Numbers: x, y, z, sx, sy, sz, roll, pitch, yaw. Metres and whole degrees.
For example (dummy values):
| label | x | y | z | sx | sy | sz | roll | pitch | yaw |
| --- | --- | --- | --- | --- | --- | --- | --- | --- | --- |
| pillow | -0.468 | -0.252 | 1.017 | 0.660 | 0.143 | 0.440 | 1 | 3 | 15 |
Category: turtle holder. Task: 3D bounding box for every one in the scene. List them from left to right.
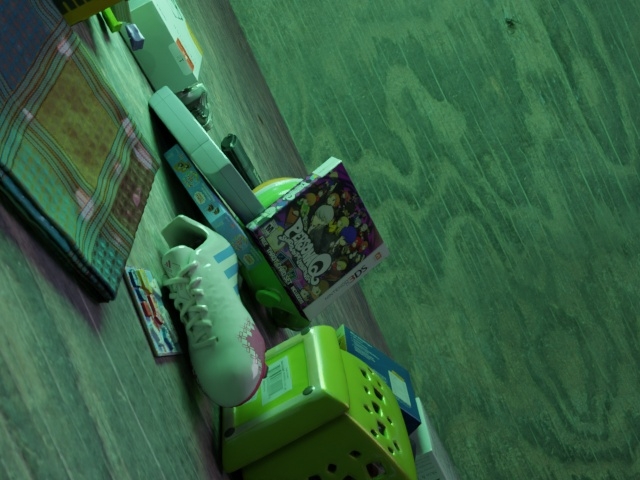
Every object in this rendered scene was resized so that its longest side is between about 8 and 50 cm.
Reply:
| label | x | y | z | sx | sy | sz | roll | pitch | yaw |
| --- | --- | --- | --- | --- | --- | --- | --- | --- | --- |
| turtle holder | -0.050 | 0.019 | 1.714 | 0.320 | 0.243 | 0.227 | 56 | -6 | -30 |

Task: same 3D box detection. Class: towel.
| label | x | y | z | sx | sy | sz | roll | pitch | yaw |
| --- | --- | --- | --- | --- | --- | --- | --- | --- | --- |
| towel | -0.303 | -0.141 | 0.953 | 0.271 | 0.040 | 0.370 | -83 | 152 | -43 |

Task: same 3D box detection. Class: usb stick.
| label | x | y | z | sx | sy | sz | roll | pitch | yaw |
| --- | --- | --- | --- | --- | --- | --- | --- | --- | --- |
| usb stick | -0.169 | -0.142 | 2.122 | 0.077 | 0.045 | 0.278 | -104 | 168 | -58 |

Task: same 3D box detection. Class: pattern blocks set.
| label | x | y | z | sx | sy | sz | roll | pitch | yaw |
| --- | --- | --- | --- | --- | --- | --- | --- | --- | --- |
| pattern blocks set | -0.364 | -0.465 | 1.420 | 0.325 | 0.026 | 0.285 | 61 | -19 | 17 |

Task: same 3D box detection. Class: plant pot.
| label | x | y | z | sx | sy | sz | roll | pitch | yaw |
| --- | --- | --- | --- | --- | --- | --- | --- | --- | --- |
| plant pot | -0.017 | 0.269 | 1.222 | 0.207 | 0.227 | 0.228 | 56 | 10 | -25 |

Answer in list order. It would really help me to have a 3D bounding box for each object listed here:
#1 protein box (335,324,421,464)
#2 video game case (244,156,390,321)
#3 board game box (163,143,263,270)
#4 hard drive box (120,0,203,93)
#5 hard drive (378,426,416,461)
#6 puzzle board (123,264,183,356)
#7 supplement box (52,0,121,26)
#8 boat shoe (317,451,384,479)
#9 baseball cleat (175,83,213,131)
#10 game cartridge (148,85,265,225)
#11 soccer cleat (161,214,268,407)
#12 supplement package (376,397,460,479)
| label | x | y | z | sx | sy | sz | roll | pitch | yaw |
| --- | --- | --- | --- | --- | --- | --- | --- | --- | --- |
| protein box | 0.086 | 0.324 | 1.808 | 0.200 | 0.136 | 0.201 | 37 | 16 | -16 |
| video game case | 0.000 | 0.000 | 1.558 | 0.042 | 0.210 | 0.232 | 28 | -27 | 55 |
| board game box | -0.192 | -0.060 | 1.526 | 0.211 | 0.039 | 0.160 | 50 | -4 | 39 |
| hard drive box | -0.324 | -0.413 | 1.736 | 0.181 | 0.089 | 0.232 | 61 | 9 | -26 |
| hard drive | 0.038 | 0.307 | 1.471 | 0.255 | 0.054 | 0.172 | 32 | -11 | -22 |
| puzzle board | -0.222 | 0.093 | 1.135 | 0.096 | 0.011 | 0.128 | 26 | 41 | -78 |
| supplement box | -0.368 | -0.438 | 1.100 | 0.356 | 0.194 | 0.195 | -106 | 168 | -46 |
| boat shoe | 0.036 | 0.419 | 1.569 | 0.120 | 0.122 | 0.324 | 41 | 4 | -1 |
| baseball cleat | -0.264 | -0.281 | 1.813 | 0.206 | 0.072 | 0.109 | -71 | 142 | -74 |
| game cartridge | -0.213 | -0.160 | 1.558 | 0.297 | 0.062 | 0.198 | 49 | 0 | 42 |
| soccer cleat | -0.169 | 0.092 | 1.200 | 0.143 | 0.116 | 0.331 | 44 | 15 | -37 |
| supplement package | 0.193 | 0.536 | 1.887 | 0.198 | 0.199 | 0.262 | -96 | 160 | -66 |
